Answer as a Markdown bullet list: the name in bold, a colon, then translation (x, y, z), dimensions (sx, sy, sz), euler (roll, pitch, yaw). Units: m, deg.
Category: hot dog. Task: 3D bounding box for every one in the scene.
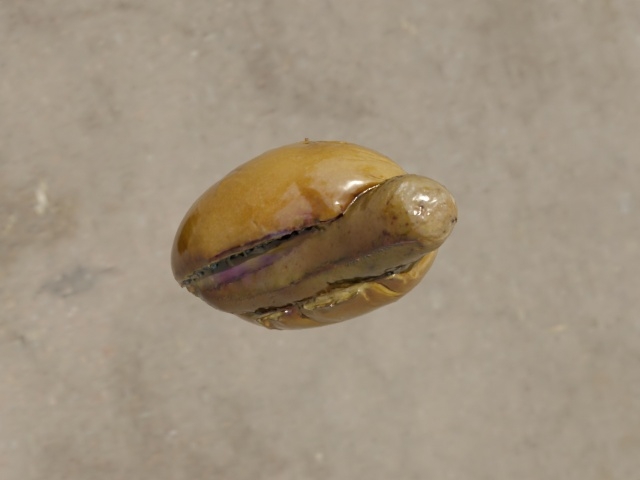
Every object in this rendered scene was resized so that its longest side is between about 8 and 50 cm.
- **hot dog**: translation (0.001, 0.001, 0.777), dimensions (0.090, 0.140, 0.060), euler (51, 34, -39)
